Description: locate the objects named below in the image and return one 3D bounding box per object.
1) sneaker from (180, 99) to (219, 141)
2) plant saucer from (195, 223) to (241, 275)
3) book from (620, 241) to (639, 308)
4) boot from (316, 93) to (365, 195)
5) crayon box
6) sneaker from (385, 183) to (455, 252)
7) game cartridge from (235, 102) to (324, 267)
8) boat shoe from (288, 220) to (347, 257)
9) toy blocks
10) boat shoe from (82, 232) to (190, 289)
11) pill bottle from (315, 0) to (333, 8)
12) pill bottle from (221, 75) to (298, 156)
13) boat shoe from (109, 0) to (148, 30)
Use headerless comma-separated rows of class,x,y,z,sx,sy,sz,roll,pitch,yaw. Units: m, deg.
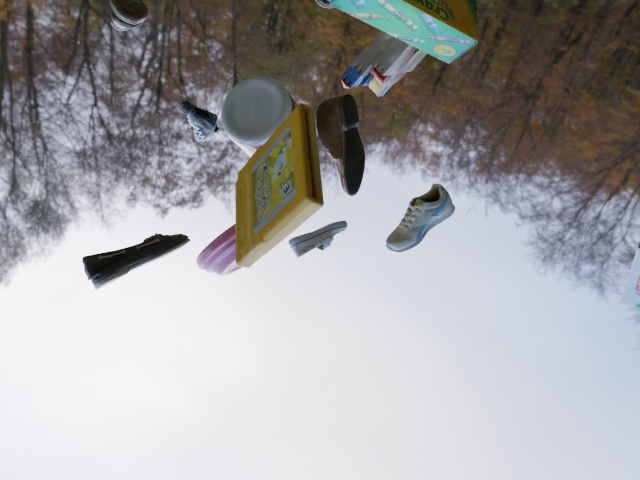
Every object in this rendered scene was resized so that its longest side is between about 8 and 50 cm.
sneaker,-0.448,-0.466,2.065,0.106,0.234,0.078,-25,-112,-1
plant saucer,-0.227,0.008,1.694,0.084,0.332,0.332,54,-142,5
book,0.614,0.072,0.993,0.096,0.144,0.035,16,-133,29
boot,0.062,-0.289,1.691,0.115,0.306,0.112,0,-167,35
crayon box,0.156,-0.457,0.987,0.278,0.081,0.166,15,-112,-27
sneaker,0.257,-0.060,1.473,0.228,0.092,0.087,-41,-146,-12
game cartridge,-0.115,-0.126,1.314,0.052,0.323,0.286,18,-128,-34
boat shoe,0.000,0.000,1.869,0.226,0.083,0.076,-21,-97,-20
toy blocks,0.218,-0.566,1.704,0.191,0.261,0.381,48,-148,4
boat shoe,-0.518,0.028,1.565,0.335,0.112,0.096,-32,-85,-47
pill bottle,0.046,-0.733,1.483,0.122,0.123,0.219,11,170,-12
pill bottle,-0.134,-0.322,1.656,0.210,0.210,0.363,31,178,21
boat shoe,-0.508,-0.591,1.431,0.095,0.095,0.258,17,-149,-26
